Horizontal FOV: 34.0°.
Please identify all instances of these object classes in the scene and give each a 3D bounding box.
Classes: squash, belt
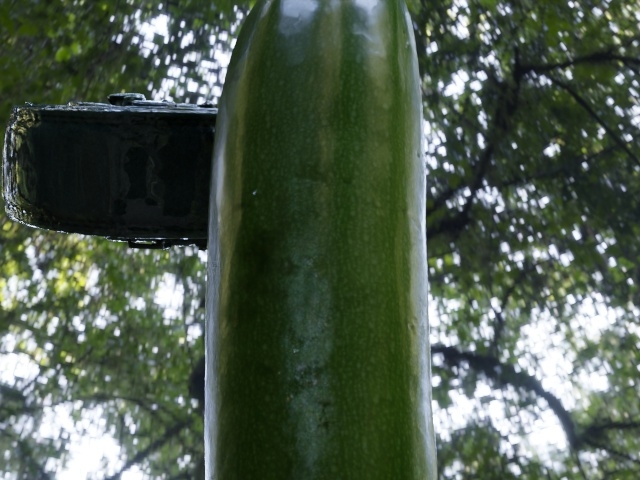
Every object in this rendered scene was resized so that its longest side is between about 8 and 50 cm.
[{"bbox_3d":[0.000,0.000,0.458,0.101,0.379,0.101,2,-24,1],"label":"squash"},{"bbox_3d":[-0.134,-0.053,0.790,0.206,0.267,0.116,-3,-82,-40],"label":"belt"}]
